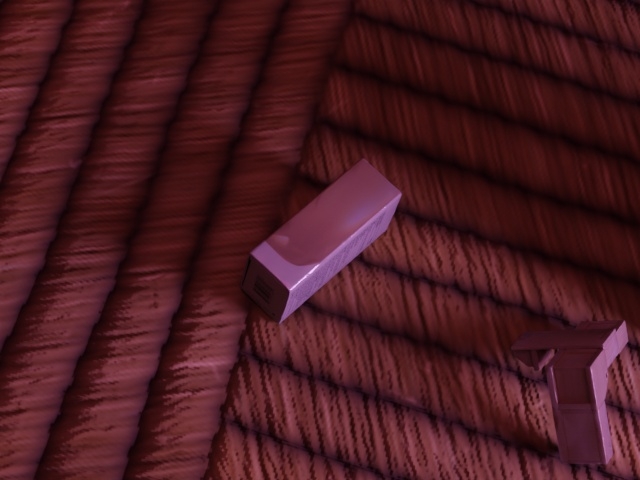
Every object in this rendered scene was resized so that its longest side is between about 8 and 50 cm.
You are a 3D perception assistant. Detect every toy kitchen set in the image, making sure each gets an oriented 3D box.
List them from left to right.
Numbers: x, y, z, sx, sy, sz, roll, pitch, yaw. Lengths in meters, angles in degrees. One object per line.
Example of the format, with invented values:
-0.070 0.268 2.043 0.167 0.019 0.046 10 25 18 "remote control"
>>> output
0.174 0.104 1.160 0.068 0.075 0.083 -3 18 28 "toy kitchen set"

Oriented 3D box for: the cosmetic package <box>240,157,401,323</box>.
0.000 0.000 1.160 0.041 0.060 0.115 43 63 12 "cosmetic package"
